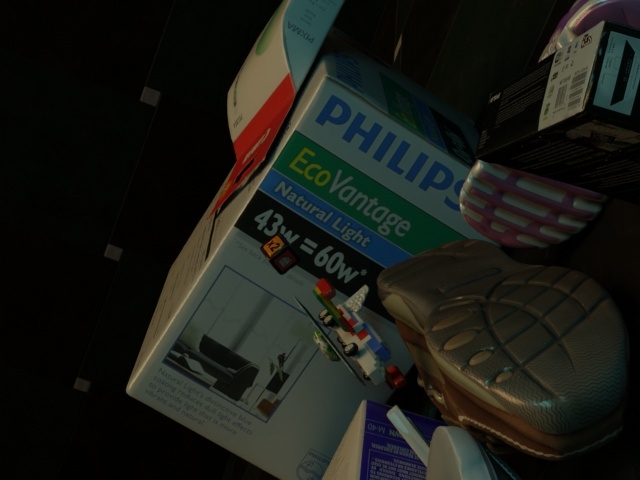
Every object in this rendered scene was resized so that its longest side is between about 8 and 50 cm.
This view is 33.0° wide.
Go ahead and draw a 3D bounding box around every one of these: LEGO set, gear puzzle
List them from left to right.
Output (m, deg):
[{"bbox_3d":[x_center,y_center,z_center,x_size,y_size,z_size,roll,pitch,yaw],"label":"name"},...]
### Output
[{"bbox_3d":[0.049,0.094,0.828,0.060,0.244,0.182,-39,-20,-1],"label":"LEGO set"},{"bbox_3d":[0.098,0.123,1.138,0.339,0.044,0.175,136,150,-78],"label":"gear puzzle"}]

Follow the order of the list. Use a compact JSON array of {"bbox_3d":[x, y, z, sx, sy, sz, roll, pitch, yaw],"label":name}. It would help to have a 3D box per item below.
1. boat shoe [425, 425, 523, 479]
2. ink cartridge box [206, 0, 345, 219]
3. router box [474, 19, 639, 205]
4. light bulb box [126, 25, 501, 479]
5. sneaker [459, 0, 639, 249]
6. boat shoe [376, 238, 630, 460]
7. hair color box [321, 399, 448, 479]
[{"bbox_3d":[0.117,0.180,0.601,0.228,0.076,0.080,-117,34,-68],"label":"boat shoe"},{"bbox_3d":[-0.058,-0.148,1.059,0.225,0.056,0.181,-63,11,-26],"label":"ink cartridge box"},{"bbox_3d":[0.167,-0.053,0.548,0.179,0.133,0.046,164,121,-83],"label":"router box"},{"bbox_3d":[0.000,0.000,1.141,0.361,0.225,0.358,-56,11,16],"label":"light bulb box"},{"bbox_3d":[0.181,-0.094,0.780,0.104,0.095,0.236,-71,6,-49],"label":"sneaker"},{"bbox_3d":[0.129,0.084,0.742,0.324,0.123,0.116,-122,14,-77],"label":"boat shoe"},{"bbox_3d":[0.041,0.319,0.865,0.339,0.110,0.185,-79,9,-51],"label":"hair color box"}]
